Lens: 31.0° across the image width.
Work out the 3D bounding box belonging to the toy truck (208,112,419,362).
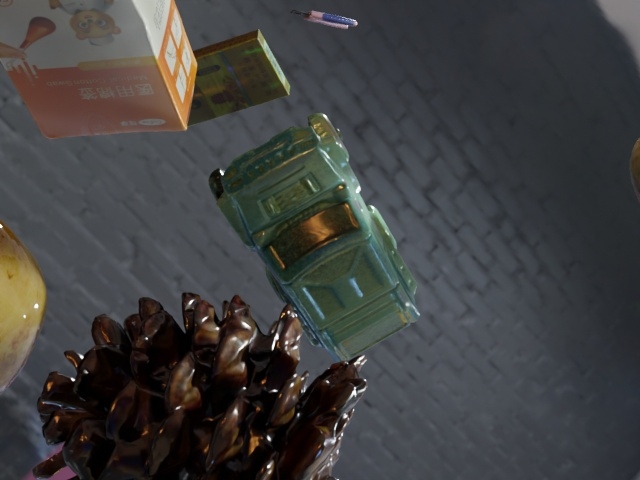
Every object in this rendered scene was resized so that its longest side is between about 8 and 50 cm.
[{"bbox_3d":[0.000,0.000,1.278,0.279,0.155,0.156,59,2,-41],"label":"toy truck"}]

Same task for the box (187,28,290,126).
[{"bbox_3d":[-0.161,-0.256,1.844,0.030,0.193,0.121,-87,155,-45],"label":"box"}]

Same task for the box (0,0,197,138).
[{"bbox_3d":[-0.318,-0.293,1.572,0.341,0.225,0.143,74,16,-57],"label":"box"}]

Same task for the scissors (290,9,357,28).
[{"bbox_3d":[0.003,-0.352,1.833,0.113,0.012,0.039,6,-2,-30],"label":"scissors"}]

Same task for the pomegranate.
[{"bbox_3d":[-0.416,0.049,1.148,0.270,0.229,0.252,30,-10,28],"label":"pomegranate"}]

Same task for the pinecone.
[{"bbox_3d":[-0.110,0.167,1.029,0.296,0.242,0.298,3,-15,-1],"label":"pinecone"}]

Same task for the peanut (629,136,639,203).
[{"bbox_3d":[0.444,-0.039,1.337,0.224,0.129,0.129,57,-10,-21],"label":"peanut"}]
